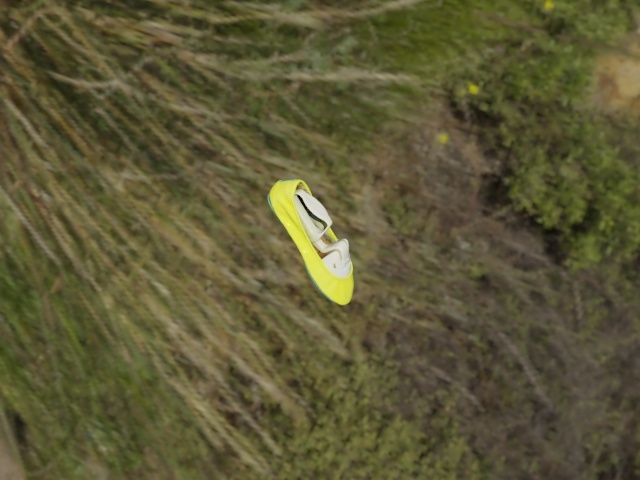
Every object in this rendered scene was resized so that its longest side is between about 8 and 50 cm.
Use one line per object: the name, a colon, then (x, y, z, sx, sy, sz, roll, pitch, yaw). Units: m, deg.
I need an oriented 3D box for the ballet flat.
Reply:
ballet flat: (0.000, 0.000, 1.877, 0.231, 0.077, 0.077, 58, 41, -10)
